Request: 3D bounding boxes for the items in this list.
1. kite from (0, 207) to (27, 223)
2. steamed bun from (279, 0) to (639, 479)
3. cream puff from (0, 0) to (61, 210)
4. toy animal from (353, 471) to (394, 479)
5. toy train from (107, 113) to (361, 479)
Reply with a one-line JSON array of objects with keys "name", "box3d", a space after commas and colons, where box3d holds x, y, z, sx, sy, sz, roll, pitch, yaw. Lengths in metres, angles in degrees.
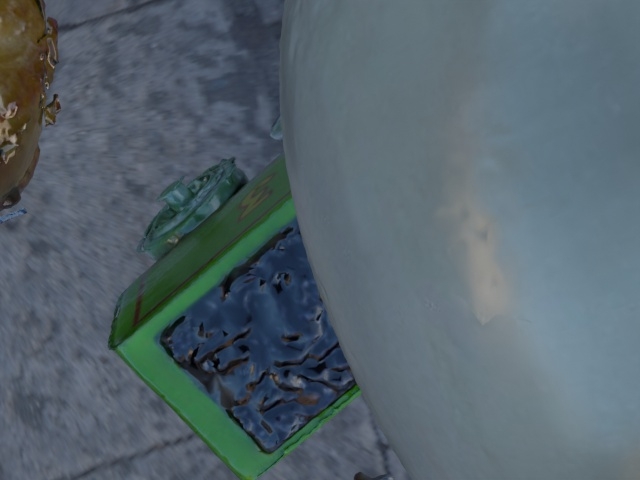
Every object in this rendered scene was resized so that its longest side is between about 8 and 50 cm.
[{"name": "kite", "box3d": [-0.385, -0.058, 1.598, 0.160, 0.010, 0.183, -35, 92, -31]}, {"name": "steamed bun", "box3d": [0.101, -0.016, 0.573, 0.206, 0.324, 0.324, -18, 98, 13]}, {"name": "cream puff", "box3d": [-0.387, -0.145, 1.363, 0.350, 0.229, 0.350, 22, 54, -33]}, {"name": "toy animal", "box3d": [-0.032, 0.256, 1.337, 0.302, 0.284, 0.225, -28, 100, -37]}, {"name": "toy train", "box3d": [0.000, 0.000, 1.140, 0.307, 0.249, 0.173, -40, 104, 10]}]
